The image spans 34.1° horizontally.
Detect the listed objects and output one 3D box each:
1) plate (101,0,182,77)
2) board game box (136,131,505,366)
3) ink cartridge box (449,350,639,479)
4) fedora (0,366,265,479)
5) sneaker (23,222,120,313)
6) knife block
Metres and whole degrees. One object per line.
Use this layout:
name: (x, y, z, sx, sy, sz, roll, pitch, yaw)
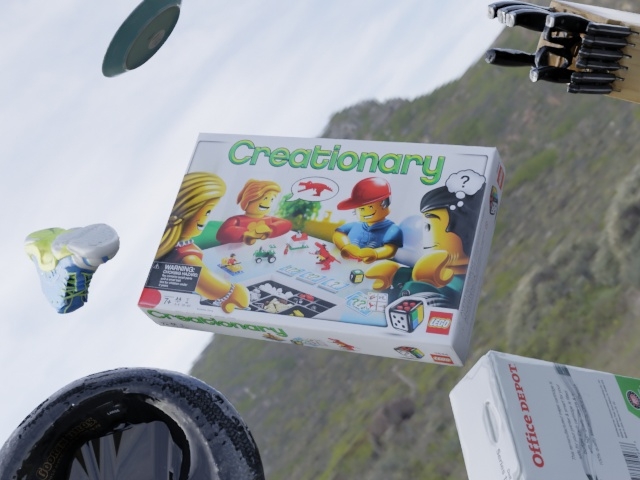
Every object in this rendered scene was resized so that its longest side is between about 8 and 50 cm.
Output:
plate: (-0.267, -0.319, 1.611, 0.188, 0.024, 0.188, -50, -4, -5)
board game box: (0.000, 0.000, 0.953, 0.053, 0.305, 0.193, 56, -136, -56)
ink cartridge box: (0.249, 0.208, 1.061, 0.087, 0.208, 0.153, -55, 31, 40)
fedora: (-0.179, 0.298, 1.014, 0.334, 0.334, 0.152, -48, -27, -9)
sneaker: (-0.348, 0.044, 1.517, 0.091, 0.126, 0.240, -21, 14, -32)
knife block: (0.314, -0.237, 1.256, 0.276, 0.242, 0.088, -59, -16, -69)
